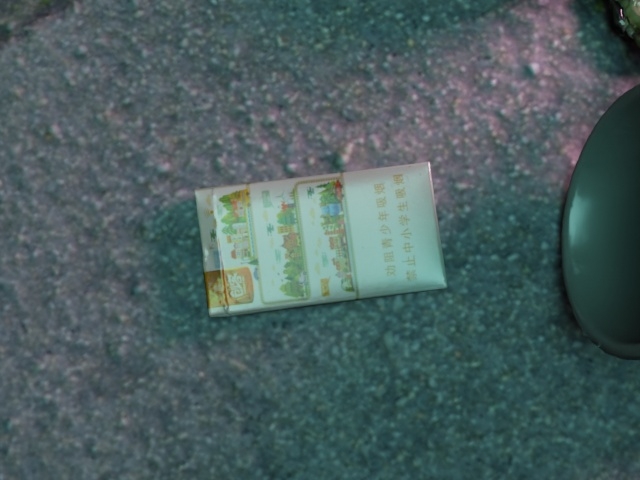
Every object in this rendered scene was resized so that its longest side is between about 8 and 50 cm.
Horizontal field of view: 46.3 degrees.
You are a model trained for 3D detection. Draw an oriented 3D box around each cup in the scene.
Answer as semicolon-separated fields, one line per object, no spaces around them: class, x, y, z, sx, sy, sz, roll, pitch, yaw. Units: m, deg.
cup;0.367;-0.039;0.634;0.257;0.227;0.301;7;69;-12

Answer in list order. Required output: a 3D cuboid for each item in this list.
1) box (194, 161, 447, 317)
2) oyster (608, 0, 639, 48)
box;0.000;0.000;0.694;0.221;0.032;0.122;-7;86;-2
oyster;0.343;-0.266;0.700;0.163;0.081;0.191;-20;83;2
